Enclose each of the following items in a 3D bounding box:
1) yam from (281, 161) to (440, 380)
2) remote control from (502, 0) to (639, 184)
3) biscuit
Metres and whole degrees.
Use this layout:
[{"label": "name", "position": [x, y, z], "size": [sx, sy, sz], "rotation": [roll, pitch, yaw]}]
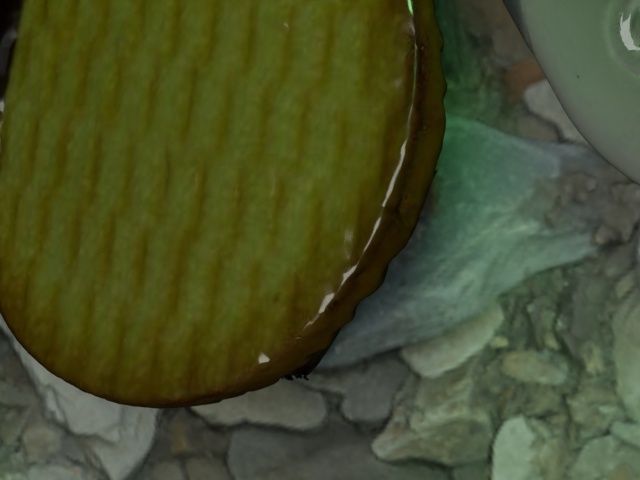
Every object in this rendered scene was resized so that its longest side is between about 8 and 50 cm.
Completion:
[{"label": "yam", "position": [-0.001, -0.001, 1.062], "size": [0.079, 0.079, 0.141], "rotation": [36, 103, 14]}, {"label": "remote control", "position": [0.184, -0.171, 0.970], "size": [0.221, 0.103, 0.332], "rotation": [-31, 82, 17]}, {"label": "biscuit", "position": [-0.070, -0.068, 1.054], "size": [0.318, 0.040, 0.318], "rotation": [-7, 78, 35]}]
